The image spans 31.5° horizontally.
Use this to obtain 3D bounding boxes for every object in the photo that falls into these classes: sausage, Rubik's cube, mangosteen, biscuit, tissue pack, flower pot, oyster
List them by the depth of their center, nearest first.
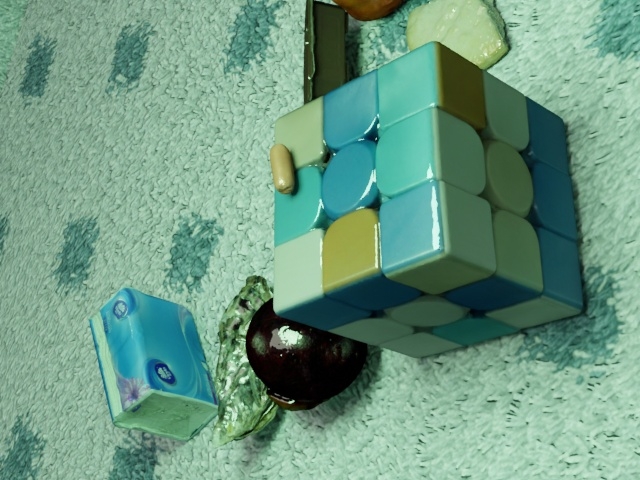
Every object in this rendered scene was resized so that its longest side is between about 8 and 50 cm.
[{"bbox_3d":[-0.058,-0.108,1.722,0.034,0.034,0.083,-34,52,34],"label":"sausage"},{"bbox_3d":[0.160,-0.042,1.747,0.346,0.347,0.344,-23,59,41],"label":"Rubik's cube"},{"bbox_3d":[-0.029,0.206,1.983,0.211,0.211,0.250,-122,32,-43],"label":"mangosteen"},{"bbox_3d":[0.243,-0.380,2.032,0.265,0.040,0.188,25,95,50],"label":"biscuit"},{"bbox_3d":[-0.130,0.231,2.119,0.162,0.158,0.351,114,172,-63],"label":"oyster"},{"bbox_3d":[0.011,-0.350,2.205,0.179,0.084,0.251,100,170,-67],"label":"flower pot"},{"bbox_3d":[-0.332,0.249,2.281,0.146,0.198,0.263,-42,48,25],"label":"tissue pack"}]

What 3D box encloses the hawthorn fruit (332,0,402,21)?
[{"bbox_3d":[0.115,-0.539,2.125,0.243,0.207,0.207,-29,54,27],"label":"hawthorn fruit"}]
